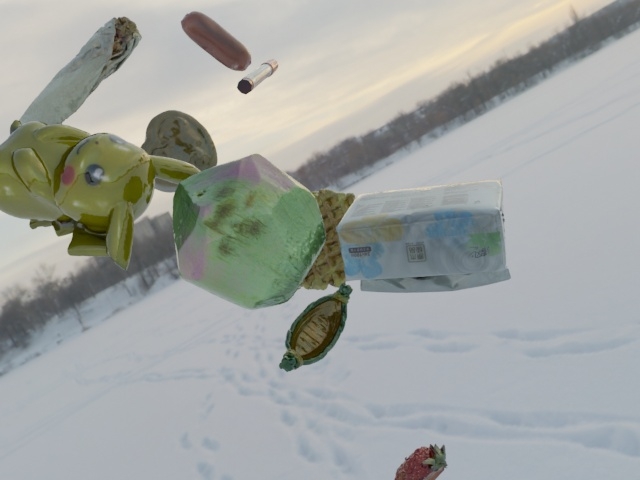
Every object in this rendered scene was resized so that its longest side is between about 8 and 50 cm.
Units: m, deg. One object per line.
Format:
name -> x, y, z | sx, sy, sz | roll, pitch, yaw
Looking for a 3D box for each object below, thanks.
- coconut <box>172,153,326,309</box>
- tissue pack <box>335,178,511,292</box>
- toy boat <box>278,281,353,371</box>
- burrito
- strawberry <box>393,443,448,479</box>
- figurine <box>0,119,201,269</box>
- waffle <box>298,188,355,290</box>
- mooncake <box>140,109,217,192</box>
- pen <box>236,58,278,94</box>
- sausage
coconut -> -0.113, -0.018, 0.945 | 0.235, 0.236, 0.204 | -28, 6, 4
tissue pack -> 0.159, 0.005, 0.945 | 0.229, 0.145, 0.159 | -5, 20, 17
toy boat -> -0.010, 0.169, 1.179 | 0.229, 0.089, 0.088 | -49, -8, -39
burrito -> -0.502, -0.301, 1.287 | 0.392, 0.076, 0.117 | -51, 44, -8
strawberry -> 0.310, 0.759, 2.071 | 0.174, 0.098, 0.228 | 2, -50, -46
figurine -> -0.382, -0.083, 1.003 | 0.326, 0.169, 0.218 | 7, 50, 19
waffle -> 0.000, 0.000, 1.766 | 0.324, 0.068, 0.302 | 9, 74, 46
mooncake -> -0.413, -0.255, 1.862 | 0.234, 0.235, 0.117 | -29, -4, -20
pen -> -0.110, -0.298, 1.145 | 0.028, 0.028, 0.239 | -27, 17, 18
sausage -> -0.255, -0.490, 1.566 | 0.077, 0.194, 0.077 | -50, 13, 16
